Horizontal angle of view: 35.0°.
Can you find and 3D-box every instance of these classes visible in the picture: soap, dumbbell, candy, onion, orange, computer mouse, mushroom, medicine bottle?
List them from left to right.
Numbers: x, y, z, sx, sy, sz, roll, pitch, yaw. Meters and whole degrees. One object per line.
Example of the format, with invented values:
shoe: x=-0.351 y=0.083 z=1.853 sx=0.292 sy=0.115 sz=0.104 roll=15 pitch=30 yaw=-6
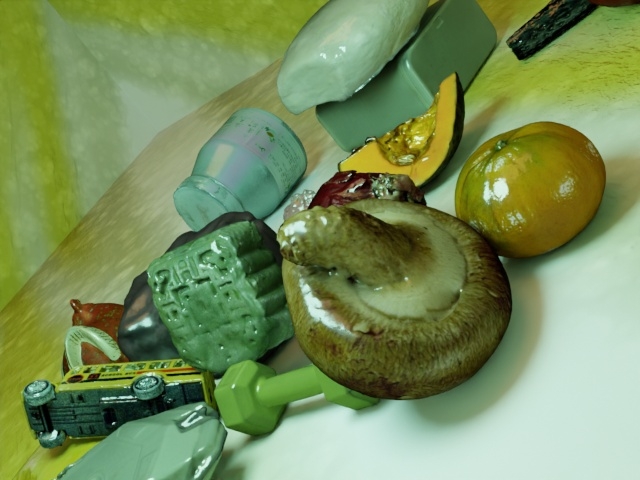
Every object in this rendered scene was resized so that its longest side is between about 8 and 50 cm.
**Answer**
soap: x=-0.468 y=0.432 z=1.875 sx=0.306 sy=0.115 sz=0.427 roll=-24 pitch=24 yaw=45
computer mouse: x=-0.314 y=0.423 z=1.568 sx=0.429 sy=0.145 sz=0.228 roll=-37 pitch=23 yaw=-6
medicine bottle: x=-0.204 y=-0.151 z=2.521 sx=0.245 sy=0.245 sz=0.290 roll=-14 pitch=33 yaw=51
dumbbell: x=-0.033 y=0.222 z=1.565 sx=0.302 sy=0.108 sz=0.121 roll=-22 pitch=24 yaw=39
candy: x=0.076 y=-0.474 z=2.323 sx=0.427 sy=0.186 sz=0.386 roll=-44 pitch=12 yaw=-19
onion: x=0.063 y=0.009 z=1.710 sx=0.281 sy=0.221 sz=0.281 roll=-50 pitch=6 yaw=8
mushroom: x=0.103 y=0.072 z=1.416 sx=0.345 sy=0.345 sz=0.239 roll=-51 pitch=-4 yaw=-31
orange: x=0.308 y=-0.080 z=1.527 sx=0.240 sy=0.171 sz=0.240 roll=-36 pitch=19 yaw=14

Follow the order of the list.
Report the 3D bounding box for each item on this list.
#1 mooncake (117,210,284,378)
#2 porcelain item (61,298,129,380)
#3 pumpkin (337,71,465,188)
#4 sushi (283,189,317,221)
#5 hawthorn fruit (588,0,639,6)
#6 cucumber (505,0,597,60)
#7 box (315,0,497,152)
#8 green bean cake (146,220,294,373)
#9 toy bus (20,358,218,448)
mooncake: x=-0.218 y=0.109 z=1.986 sx=0.381 sy=0.212 sz=0.350 roll=-30 pitch=22 yaw=27
porcelain item: x=-0.465 y=0.221 z=2.172 sx=0.253 sy=0.253 sz=0.253 roll=-34 pitch=20 yaw=14
pumpkin: x=0.208 y=-0.168 z=2.039 sx=0.312 sy=0.148 sz=0.169 roll=-40 pitch=59 yaw=10
sushi: x=0.046 y=-0.013 z=1.934 sx=0.161 sy=0.241 sz=0.107 roll=71 pitch=-152 yaw=-71
hawthorn fruit: x=0.594 y=-0.602 z=2.021 sx=0.285 sy=0.285 sz=0.369 roll=-28 pitch=27 yaw=29
cucumber: x=0.507 y=-0.469 z=2.209 sx=0.211 sy=0.078 sz=0.062 roll=-41 pitch=52 yaw=3
box: x=0.204 y=-0.402 z=2.452 sx=0.344 sy=0.177 sz=0.352 roll=-22 pitch=26 yaw=47
green bean cake: x=-0.160 y=0.099 z=1.702 sx=0.222 sy=0.227 sz=0.125 roll=-23 pitch=7 yaw=29
toy bus: x=-0.352 y=0.282 z=1.795 sx=0.336 sy=0.121 sz=0.123 roll=-5 pitch=26 yaw=9
